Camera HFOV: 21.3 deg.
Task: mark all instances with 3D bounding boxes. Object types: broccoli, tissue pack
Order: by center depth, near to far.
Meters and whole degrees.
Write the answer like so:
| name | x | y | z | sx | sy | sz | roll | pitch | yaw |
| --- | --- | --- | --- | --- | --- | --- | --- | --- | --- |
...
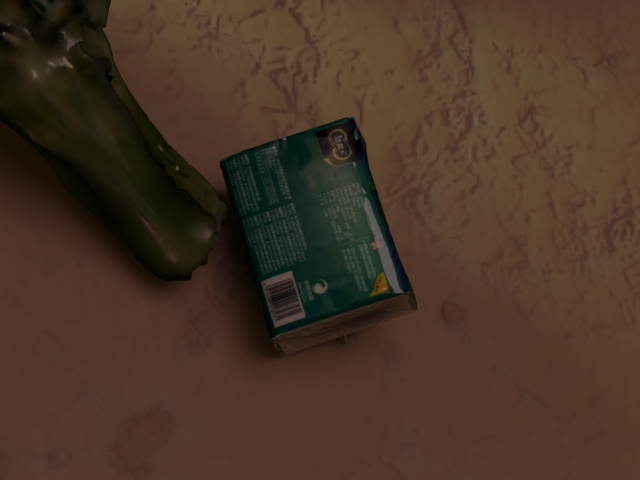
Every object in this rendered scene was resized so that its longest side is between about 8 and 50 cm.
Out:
| name | x | y | z | sx | sy | sz | roll | pitch | yaw |
| --- | --- | --- | --- | --- | --- | --- | --- | --- | --- |
| broccoli | -0.135 | -0.116 | 0.904 | 0.275 | 0.198 | 0.177 | 28 | 14 | -20 |
| tissue pack | 0.000 | 0.001 | 0.980 | 0.085 | 0.079 | 0.111 | -18 | 73 | 2 |
